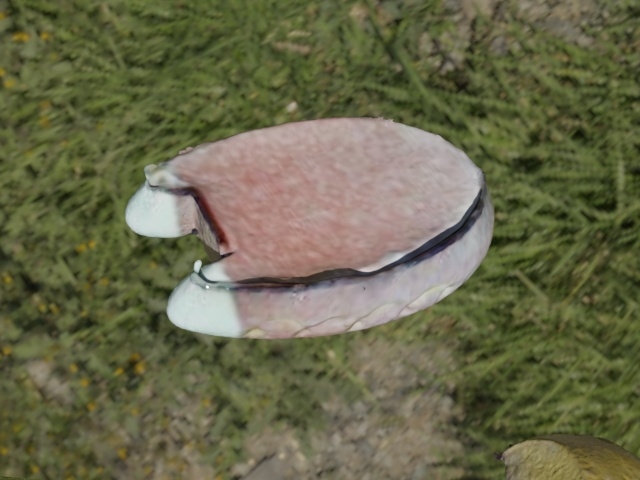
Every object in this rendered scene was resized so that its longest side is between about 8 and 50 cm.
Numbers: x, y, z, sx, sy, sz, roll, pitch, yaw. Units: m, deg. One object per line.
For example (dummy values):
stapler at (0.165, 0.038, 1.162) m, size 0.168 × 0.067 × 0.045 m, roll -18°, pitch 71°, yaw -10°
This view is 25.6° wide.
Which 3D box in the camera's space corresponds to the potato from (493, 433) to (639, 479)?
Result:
potato at (0.199, 0.236, 0.944) m, size 0.138 × 0.243 × 0.098 m, roll 29°, pitch 133°, yaw -25°

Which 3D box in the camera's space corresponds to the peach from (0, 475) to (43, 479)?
peach at (-0.193, 0.284, 0.835) m, size 0.314 × 0.281 × 0.315 m, roll 35°, pitch 153°, yaw -9°

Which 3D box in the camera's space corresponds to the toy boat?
toy boat at (0.000, 0.000, 0.876) m, size 0.085 × 0.227 × 0.155 m, roll 98°, pitch 151°, yaw -42°
